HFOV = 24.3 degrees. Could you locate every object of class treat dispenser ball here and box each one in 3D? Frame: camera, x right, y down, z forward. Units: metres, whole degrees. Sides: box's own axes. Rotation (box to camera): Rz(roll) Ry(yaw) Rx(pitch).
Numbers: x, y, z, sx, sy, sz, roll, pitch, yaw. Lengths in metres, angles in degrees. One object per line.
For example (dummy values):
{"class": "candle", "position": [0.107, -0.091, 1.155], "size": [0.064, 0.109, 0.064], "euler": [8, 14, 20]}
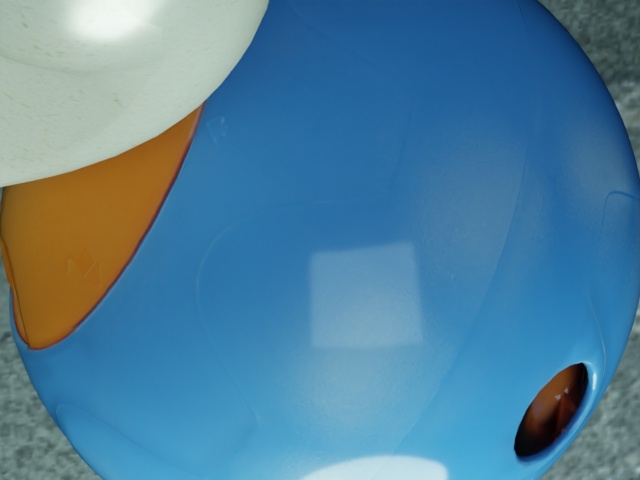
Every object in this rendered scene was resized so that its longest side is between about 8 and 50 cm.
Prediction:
{"class": "treat dispenser ball", "position": [0.000, 0.000, 0.673], "size": [0.288, 0.288, 0.288], "euler": [-6, 113, -15]}

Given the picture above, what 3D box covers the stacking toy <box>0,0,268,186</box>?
{"class": "stacking toy", "position": [-0.182, -0.276, 0.491], "size": [0.350, 0.350, 0.480], "euler": [9, 71, -21]}
